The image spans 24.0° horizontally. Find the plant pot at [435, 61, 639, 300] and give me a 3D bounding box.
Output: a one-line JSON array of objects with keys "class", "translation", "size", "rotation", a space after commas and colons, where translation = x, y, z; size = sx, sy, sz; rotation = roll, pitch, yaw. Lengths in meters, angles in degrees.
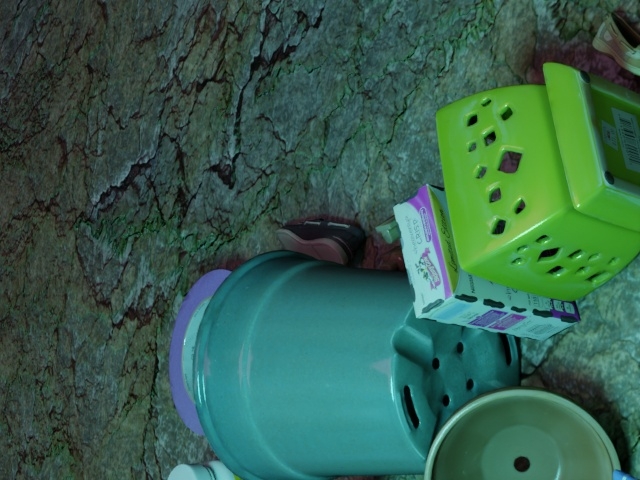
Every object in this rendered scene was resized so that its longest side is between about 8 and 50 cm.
[{"class": "plant pot", "translation": [0.298, -0.078, 1.833], "size": [0.207, 0.227, 0.228], "rotation": [-30, 58, 39]}]

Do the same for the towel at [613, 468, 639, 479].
[{"class": "towel", "translation": [0.416, 0.404, 1.522], "size": [0.336, 0.040, 0.243], "rotation": [30, 135, 48]}]

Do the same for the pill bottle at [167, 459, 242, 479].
[{"class": "pill bottle", "translation": [-0.126, 0.397, 2.312], "size": [0.119, 0.208, 0.119], "rotation": [-17, 69, 51]}]

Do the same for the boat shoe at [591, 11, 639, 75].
[{"class": "boat shoe", "translation": [0.395, -0.238, 1.873], "size": [0.153, 0.056, 0.048], "rotation": [51, 127, 55]}]

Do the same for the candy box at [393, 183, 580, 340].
[{"class": "candy box", "translation": [0.211, 0.030, 1.907], "size": [0.071, 0.233, 0.159], "rotation": [-36, 55, 41]}]

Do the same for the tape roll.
[{"class": "tape roll", "translation": [-0.144, 0.188, 2.490], "size": [0.275, 0.090, 0.275], "rotation": [-16, 70, 51]}]

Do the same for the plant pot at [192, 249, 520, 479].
[{"class": "plant pot", "translation": [0.064, 0.176, 2.029], "size": [0.334, 0.341, 0.341], "rotation": [-4, 79, 45]}]

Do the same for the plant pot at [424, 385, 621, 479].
[{"class": "plant pot", "translation": [0.248, 0.288, 1.860], "size": [0.110, 0.237, 0.237], "rotation": [-50, -24, -81]}]

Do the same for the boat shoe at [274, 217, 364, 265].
[{"class": "boat shoe", "translation": [0.000, 0.000, 2.378], "size": [0.065, 0.075, 0.206], "rotation": [-42, 23, -20]}]

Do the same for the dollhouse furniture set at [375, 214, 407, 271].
[{"class": "dollhouse furniture set", "translation": [0.170, 0.015, 2.148], "size": [0.144, 0.123, 0.151], "rotation": [-10, 109, 53]}]
